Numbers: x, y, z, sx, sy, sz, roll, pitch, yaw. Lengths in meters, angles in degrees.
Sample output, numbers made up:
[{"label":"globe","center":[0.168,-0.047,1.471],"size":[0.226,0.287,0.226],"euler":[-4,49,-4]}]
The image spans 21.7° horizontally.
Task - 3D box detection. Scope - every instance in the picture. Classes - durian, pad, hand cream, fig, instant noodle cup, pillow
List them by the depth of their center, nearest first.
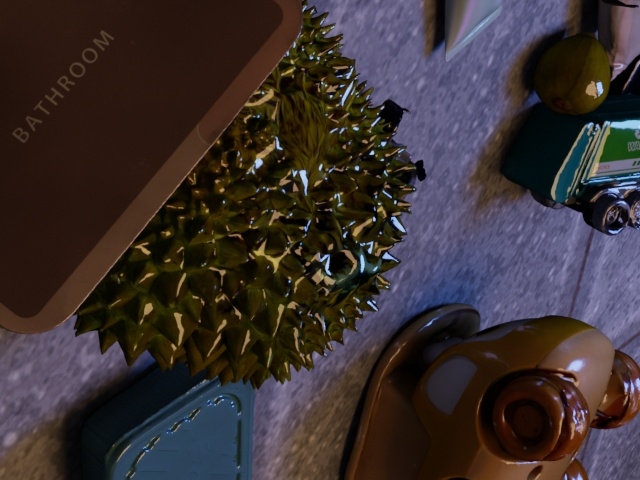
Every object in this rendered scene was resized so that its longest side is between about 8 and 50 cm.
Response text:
[{"label":"pad","center":[-0.146,-0.090,0.959],"size":[0.266,0.176,0.002],"euler":[-52,180,-14]},{"label":"durian","center":[-0.059,-0.025,1.086],"size":[0.291,0.225,0.291],"euler":[-34,140,-35]},{"label":"instant noodle cup","center":[-0.128,0.176,1.330],"size":[0.157,0.070,0.179],"euler":[-34,143,-37]},{"label":"hand cream","center":[0.127,-0.237,1.374],"size":[0.078,0.050,0.205],"euler":[-45,152,-25]},{"label":"pillow","center":[0.315,-0.299,1.594],"size":[0.173,0.067,0.270],"euler":[-50,151,-29]},{"label":"fig","center":[0.245,-0.163,1.606],"size":[0.074,0.074,0.088],"euler":[72,36,-54]}]

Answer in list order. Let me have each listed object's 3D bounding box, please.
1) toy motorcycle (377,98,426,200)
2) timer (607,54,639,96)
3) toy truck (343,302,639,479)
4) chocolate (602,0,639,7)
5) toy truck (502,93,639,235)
[{"label":"toy motorcycle","center":[0.027,-0.031,1.307],"size":[0.122,0.080,0.215],"euler":[-55,-172,23]},{"label":"timer","center":[0.347,-0.126,1.814],"size":[0.187,0.055,0.144],"euler":[18,101,-55]},{"label":"toy truck","center":[0.172,0.190,1.678],"size":[0.204,0.212,0.288],"euler":[-12,130,-55]},{"label":"chocolate","center":[0.216,-0.331,1.156],"size":[0.213,0.303,0.303],"euler":[20,100,-46]},{"label":"toy truck","center":[0.308,-0.080,1.692],"size":[0.253,0.114,0.124],"euler":[-9,114,-31]}]
